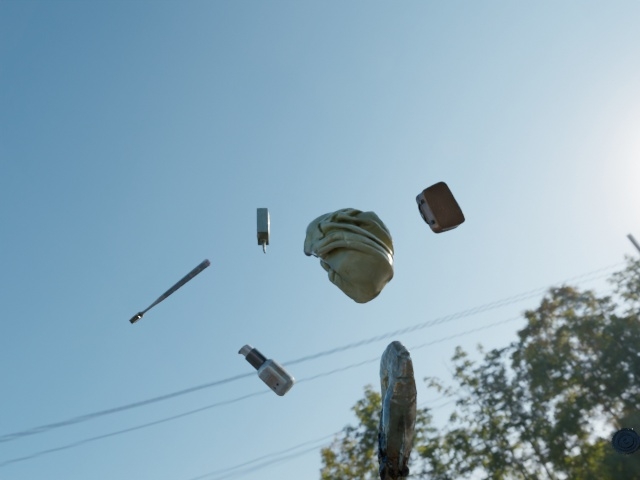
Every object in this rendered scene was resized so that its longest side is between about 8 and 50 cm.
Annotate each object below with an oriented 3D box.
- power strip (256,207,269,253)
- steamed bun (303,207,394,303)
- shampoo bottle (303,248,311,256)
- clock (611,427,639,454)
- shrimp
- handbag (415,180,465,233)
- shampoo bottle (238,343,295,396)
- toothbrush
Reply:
[{"bbox_3d":[-0.188,-0.028,1.860,0.042,0.175,0.075,-2,-38,-6],"label":"power strip"},{"bbox_3d":[0.105,0.020,1.715,0.276,0.289,0.203,29,-65,-20],"label":"steamed bun"},{"bbox_3d":[0.000,0.000,2.281,0.072,0.072,0.214,2,-28,-34],"label":"shampoo bottle"},{"bbox_3d":[0.914,0.602,1.695,0.083,0.074,0.010,-39,-41,8],"label":"clock"},{"bbox_3d":[0.220,0.528,1.727,0.110,0.445,0.221,4,-4,-15],"label":"shrimp"},{"bbox_3d":[0.469,-0.125,2.239,0.151,0.193,0.072,-23,-10,-23],"label":"handbag"},{"bbox_3d":[-0.165,0.388,1.727,0.074,0.192,0.074,-46,-14,-15],"label":"shampoo bottle"},{"bbox_3d":[-0.483,0.164,1.812,0.342,0.025,0.030,-37,4,10],"label":"toothbrush"}]
